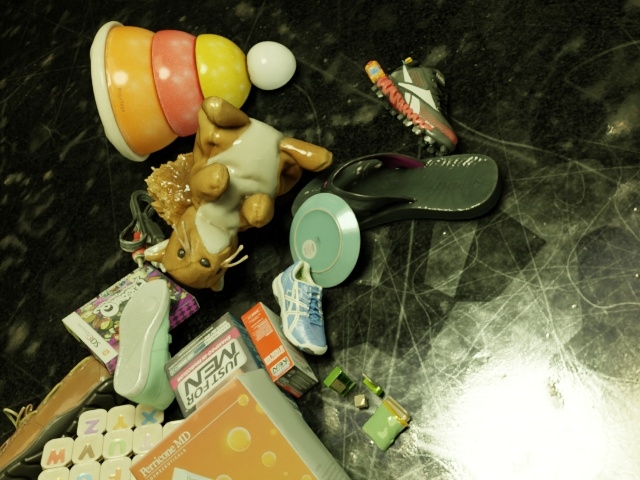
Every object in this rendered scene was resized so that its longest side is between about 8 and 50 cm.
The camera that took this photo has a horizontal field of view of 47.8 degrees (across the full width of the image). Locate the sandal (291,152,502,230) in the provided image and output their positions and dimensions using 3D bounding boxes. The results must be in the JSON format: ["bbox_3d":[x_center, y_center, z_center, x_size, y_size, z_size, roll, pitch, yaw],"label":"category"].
[{"bbox_3d":[0.129,-0.116,1.431,0.445,0.107,0.168,-6,57,29],"label":"sandal"}]

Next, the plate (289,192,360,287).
[{"bbox_3d":[0.000,0.000,1.429,0.188,0.024,0.188,1,91,41],"label":"plate"}]

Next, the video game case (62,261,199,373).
[{"bbox_3d":[-0.415,0.161,1.574,0.232,0.042,0.210,-37,43,-25],"label":"video game case"}]

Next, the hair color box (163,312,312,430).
[{"bbox_3d":[-0.143,0.315,1.316,0.174,0.105,0.347,-40,48,3],"label":"hair color box"}]

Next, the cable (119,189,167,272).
[{"bbox_3d":[-0.427,-0.025,1.716,0.287,0.139,0.072,50,132,48],"label":"cable"}]

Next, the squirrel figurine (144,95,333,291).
[{"bbox_3d":[-0.224,-0.083,1.564,0.397,0.281,0.371,19,86,63],"label":"squirrel figurine"}]

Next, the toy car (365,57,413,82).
[{"bbox_3d":[0.156,-0.406,1.653,0.122,0.040,0.060,-17,53,22],"label":"toy car"}]

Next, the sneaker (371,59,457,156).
[{"bbox_3d":[0.218,-0.285,1.494,0.135,0.097,0.276,-38,46,8],"label":"sneaker"}]

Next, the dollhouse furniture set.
[{"bbox_3d":[0.077,0.278,1.234,0.076,0.058,0.151,-48,48,-4],"label":"dollhouse furniture set"}]

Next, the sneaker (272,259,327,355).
[{"bbox_3d":[-0.034,0.126,1.377,0.081,0.080,0.211,-51,45,28],"label":"sneaker"}]

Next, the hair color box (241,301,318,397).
[{"bbox_3d":[-0.078,0.204,1.357,0.053,0.093,0.167,-40,47,4],"label":"hair color box"}]

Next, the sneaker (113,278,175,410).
[{"bbox_3d":[-0.335,0.216,1.466,0.094,0.151,0.256,-7,56,20],"label":"sneaker"}]

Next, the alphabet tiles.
[{"bbox_3d":[-0.381,0.411,1.354,0.284,0.021,0.278,-8,35,-5],"label":"alphabet tiles"}]

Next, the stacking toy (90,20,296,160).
[{"bbox_3d":[-0.296,-0.397,1.813,0.479,0.351,0.351,-7,55,6],"label":"stacking toy"}]

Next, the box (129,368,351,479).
[{"bbox_3d":[-0.078,0.396,1.077,0.215,0.168,0.345,-41,79,2],"label":"box"}]

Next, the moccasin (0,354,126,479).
[{"bbox_3d":[-0.574,0.394,1.508,0.147,0.139,0.380,31,79,42],"label":"moccasin"}]

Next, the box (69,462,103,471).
[{"bbox_3d":[-0.430,0.486,1.382,0.102,0.101,0.087,28,77,39],"label":"box"}]
